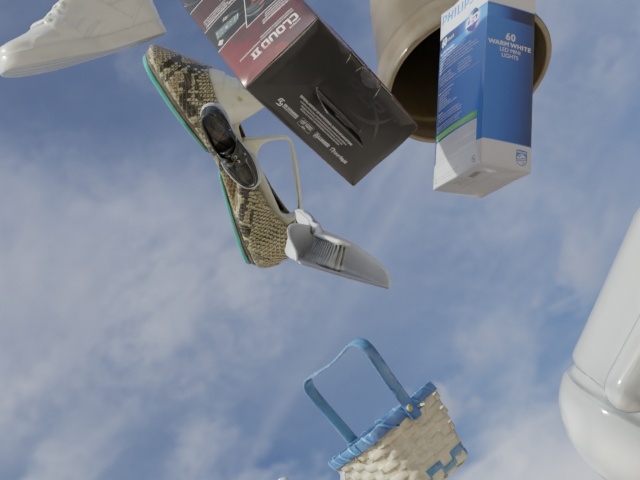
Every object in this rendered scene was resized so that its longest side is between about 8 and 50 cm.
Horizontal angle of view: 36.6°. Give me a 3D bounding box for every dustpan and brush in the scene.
[{"bbox_3d":[0.000,0.000,1.321,0.147,0.211,0.060,17,-86,-26],"label":"dustpan and brush"}]

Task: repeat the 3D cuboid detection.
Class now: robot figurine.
[{"bbox_3d":[0.352,0.099,0.905,0.300,0.200,0.353,10,-76,-49],"label":"robot figurine"}]

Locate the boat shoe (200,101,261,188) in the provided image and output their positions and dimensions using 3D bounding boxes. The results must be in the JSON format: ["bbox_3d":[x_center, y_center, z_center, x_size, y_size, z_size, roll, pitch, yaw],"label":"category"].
[{"bbox_3d":[-0.130,-0.128,1.366,0.049,0.040,0.142,-23,-65,16],"label":"boat shoe"}]

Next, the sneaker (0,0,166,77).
[{"bbox_3d":[-0.384,-0.355,1.466,0.292,0.108,0.169,-30,-75,-43],"label":"sneaker"}]

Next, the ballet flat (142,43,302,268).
[{"bbox_3d":[-0.146,-0.176,1.817,0.182,0.164,0.482,-22,-71,11],"label":"ballet flat"}]

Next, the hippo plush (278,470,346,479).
[{"bbox_3d":[-0.055,0.397,1.108,0.234,0.294,0.237,-18,-30,42],"label":"hippo plush"}]

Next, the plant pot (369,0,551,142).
[{"bbox_3d":[0.229,-0.392,1.820,0.323,0.280,0.323,-13,-37,-10],"label":"plant pot"}]

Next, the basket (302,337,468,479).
[{"bbox_3d":[0.102,0.329,1.741,0.201,0.289,0.255,-38,-4,-33],"label":"basket"}]

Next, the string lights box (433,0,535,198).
[{"bbox_3d":[0.214,-0.200,1.271,0.077,0.133,0.259,10,-105,-18],"label":"string lights box"}]

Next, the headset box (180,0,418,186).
[{"bbox_3d":[-0.029,-0.210,1.113,0.110,0.293,0.218,-43,-43,8],"label":"headset box"}]
